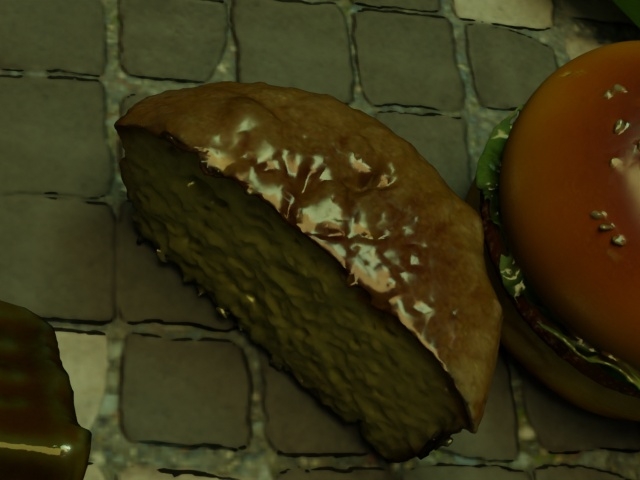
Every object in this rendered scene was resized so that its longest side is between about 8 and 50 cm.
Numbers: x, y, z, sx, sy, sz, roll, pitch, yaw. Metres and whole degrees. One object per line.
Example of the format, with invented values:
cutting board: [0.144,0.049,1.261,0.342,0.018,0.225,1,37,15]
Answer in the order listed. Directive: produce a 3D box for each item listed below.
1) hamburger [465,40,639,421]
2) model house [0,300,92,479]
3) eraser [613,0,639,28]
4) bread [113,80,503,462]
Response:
hamburger: [0.215,-0.013,0.775,0.246,0.170,0.246,7,60,-12]
model house: [-0.232,0.116,0.561,0.268,0.173,0.239,10,61,-15]
eraser: [0.251,-0.268,0.938,0.274,0.092,0.210,47,54,-3]
bread: [0.010,-0.001,0.730,0.260,0.129,0.134,45,58,7]
